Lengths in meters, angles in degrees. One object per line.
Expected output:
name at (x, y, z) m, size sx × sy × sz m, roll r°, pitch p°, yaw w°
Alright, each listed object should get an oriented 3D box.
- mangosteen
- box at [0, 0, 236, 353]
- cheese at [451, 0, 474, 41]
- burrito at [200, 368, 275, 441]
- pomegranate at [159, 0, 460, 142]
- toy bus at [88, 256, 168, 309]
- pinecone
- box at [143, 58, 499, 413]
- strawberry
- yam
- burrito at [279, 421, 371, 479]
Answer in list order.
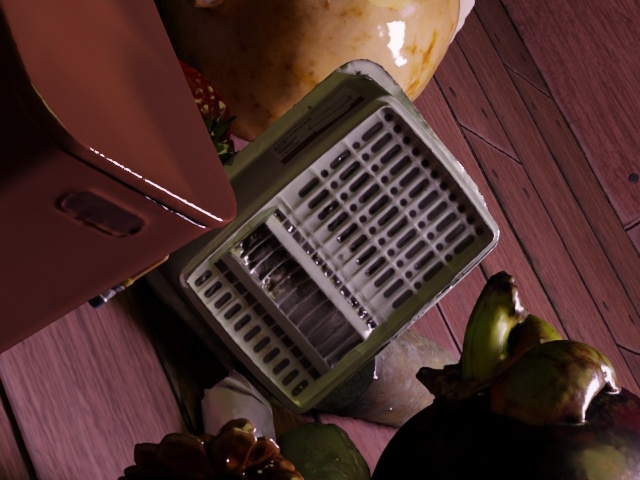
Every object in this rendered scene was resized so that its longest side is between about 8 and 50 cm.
mangosteen at (0.179, 0.224, 1.756) m, size 0.306 × 0.306 × 0.359 m, roll -73°, pitch 145°, yaw -67°
box at (-0.252, -0.114, 1.360) m, size 0.239 × 0.229 × 0.339 m, roll 29°, pitch 33°, yaw -54°
cheese at (0.015, -0.338, 2.335) m, size 0.153 × 0.332 × 0.292 m, roll -20°, pitch 104°, yaw -71°
burrito at (-0.063, 0.193, 1.611) m, size 0.064 × 0.064 × 0.203 m, roll 45°, pitch 19°, yaw -33°
pomegranate at (-0.029, -0.260, 2.086) m, size 0.342 × 0.342 × 0.342 m, roll 49°, pitch 20°, yaw -24°
toy bus at (-0.172, -0.035, 1.636) m, size 0.091 × 0.103 × 0.182 m, roll 51°, pitch 18°, yaw -20°
pinecone at (-0.062, 0.236, 1.356) m, size 0.185 × 0.169 × 0.212 m, roll 35°, pitch 26°, yaw -61°
box at (0.000, 0.000, 1.740) m, size 0.220 × 0.290 × 0.166 m, roll 50°, pitch -3°, yaw -18°
strawberry at (-0.147, -0.108, 1.815) m, size 0.148 × 0.131 × 0.131 m, roll 39°, pitch 7°, yaw 31°
yam at (0.066, 0.139, 1.966) m, size 0.259 × 0.106 × 0.106 m, roll 19°, pitch 41°, yaw -62°
burrito at (0.002, 0.258, 1.657) m, size 0.096 × 0.066 × 0.309 m, roll 45°, pitch 20°, yaw -19°
